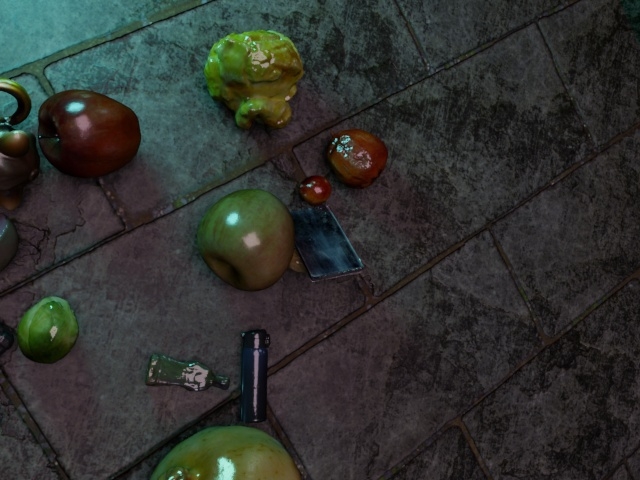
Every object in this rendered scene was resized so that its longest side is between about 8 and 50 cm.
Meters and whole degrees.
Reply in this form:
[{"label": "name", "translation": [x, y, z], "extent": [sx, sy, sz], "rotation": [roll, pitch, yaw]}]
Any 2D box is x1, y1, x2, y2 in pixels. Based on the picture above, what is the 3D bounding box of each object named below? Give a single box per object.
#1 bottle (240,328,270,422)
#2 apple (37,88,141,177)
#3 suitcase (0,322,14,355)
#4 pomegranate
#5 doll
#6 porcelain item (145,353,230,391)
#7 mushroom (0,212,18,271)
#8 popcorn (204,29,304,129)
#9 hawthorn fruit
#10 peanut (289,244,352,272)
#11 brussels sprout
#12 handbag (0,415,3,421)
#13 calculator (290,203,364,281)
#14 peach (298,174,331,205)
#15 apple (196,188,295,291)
[{"label": "bottle", "translation": [-0.176, 0.364, 1.529], "extent": [0.082, 0.072, 0.244], "rotation": [0, 86, 0]}, {"label": "apple", "translation": [-0.557, -0.256, 1.352], "extent": [0.234, 0.234, 0.233], "rotation": [2, 86, -21]}, {"label": "suitcase", "translation": [-0.860, 0.205, 1.244], "extent": [0.206, 0.066, 0.285], "rotation": [-47, 119, -17]}, {"label": "pomegranate", "translation": [-0.232, 0.629, 1.317], "extent": [0.412, 0.411, 0.411], "rotation": [2, 86, -21]}, {"label": "doll", "translation": [-0.820, -0.206, 1.275], "extent": [0.340, 0.209, 0.317], "rotation": [0, 118, -19]}, {"label": "porcelain item", "translation": [-0.340, 0.350, 1.469], "extent": [0.216, 0.069, 0.081], "rotation": [14, 69, -19]}, {"label": "mushroom", "translation": [-0.784, 0.028, 1.300], "extent": [0.188, 0.141, 0.117], "rotation": [-31, 131, -17]}, {"label": "popcorn", "translation": [-0.181, -0.430, 1.516], "extent": [0.276, 0.276, 0.225], "rotation": [53, 34, -10]}, {"label": "hawthorn fruit", "translation": [0.104, -0.237, 1.647], "extent": [0.179, 0.173, 0.173], "rotation": [11, 81, 6]}, {"label": "peanut", "translation": [0.001, 0.040, 1.618], "extent": [0.214, 0.099, 0.099], "rotation": [-9, 89, -16]}, {"label": "brussels sprout", "translation": [-0.641, 0.216, 1.335], "extent": [0.155, 0.155, 0.117], "rotation": [-60, 141, -14]}, {"label": "handbag", "translation": [-0.838, 0.408, 1.246], "extent": [0.221, 0.057, 0.144], "rotation": [28, 109, -16]}, {"label": "calculator", "translation": [0.000, 0.000, 1.571], "extent": [0.161, 0.021, 0.261], "rotation": [-10, 49, -21]}, {"label": "peach", "translation": [-0.010, -0.153, 1.637], "extent": [0.098, 0.061, 0.098], "rotation": [6, 75, -24]}, {"label": "apple", "translation": [-0.184, -0.005, 1.462], "extent": [0.257, 0.257, 0.234], "rotation": [44, 54, -13]}]
